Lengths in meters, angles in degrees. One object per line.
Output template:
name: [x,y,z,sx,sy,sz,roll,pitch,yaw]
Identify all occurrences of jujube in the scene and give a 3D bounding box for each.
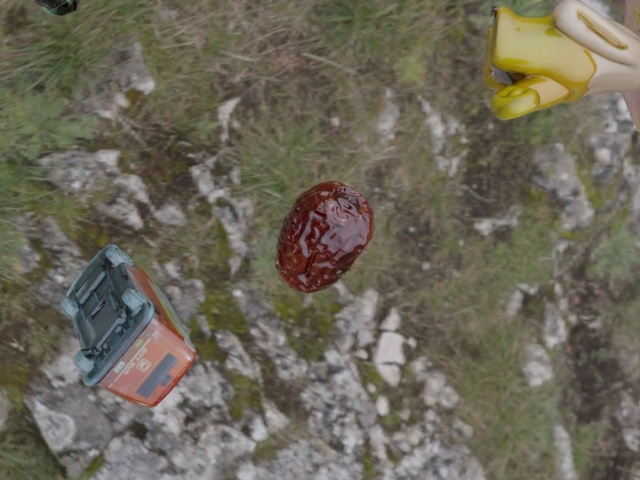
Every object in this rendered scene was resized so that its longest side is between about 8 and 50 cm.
jujube: [0.000,0.000,1.501,0.109,0.176,0.112,-7,54,-40]

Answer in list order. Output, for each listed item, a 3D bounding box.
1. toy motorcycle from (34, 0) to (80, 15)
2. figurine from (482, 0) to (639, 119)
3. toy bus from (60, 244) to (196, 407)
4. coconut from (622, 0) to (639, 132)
toy motorcycle: [-0.178,-0.334,0.929,0.125,0.196,0.331,18,80,-11]
figurine: [0.223,-0.105,0.656,0.246,0.156,0.131,2,79,4]
toy bus: [-0.245,0.105,1.388,0.120,0.265,0.121,38,93,-28]
coconut: [0.383,-0.173,0.881,0.245,0.233,0.233,-10,98,-8]
